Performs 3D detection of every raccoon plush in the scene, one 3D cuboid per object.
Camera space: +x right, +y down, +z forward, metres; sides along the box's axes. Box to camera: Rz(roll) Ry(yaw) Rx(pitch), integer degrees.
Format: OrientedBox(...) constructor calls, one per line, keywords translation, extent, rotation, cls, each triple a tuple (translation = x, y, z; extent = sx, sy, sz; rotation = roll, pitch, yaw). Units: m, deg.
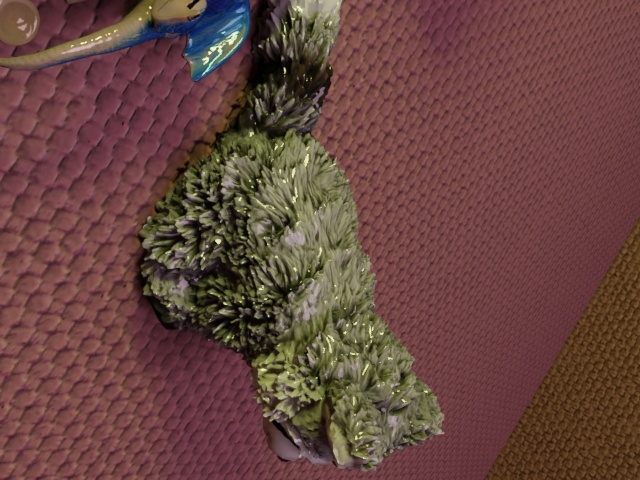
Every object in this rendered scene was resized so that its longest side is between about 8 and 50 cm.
OrientedBox(translation=(0.000, 0.000, 0.630), extent=(0.216, 0.299, 0.446), rotation=(-20, 129, -41), cls="raccoon plush")

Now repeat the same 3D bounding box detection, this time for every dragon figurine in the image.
OrientedBox(translation=(-0.098, -0.185, 0.529), extent=(0.289, 0.085, 0.144), rotation=(-47, 178, -12), cls="dragon figurine")

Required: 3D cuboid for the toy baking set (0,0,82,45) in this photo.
OrientedBox(translation=(-0.213, -0.235, 0.429), extent=(0.197, 0.030, 0.256), rotation=(-49, 144, -14), cls="toy baking set")
